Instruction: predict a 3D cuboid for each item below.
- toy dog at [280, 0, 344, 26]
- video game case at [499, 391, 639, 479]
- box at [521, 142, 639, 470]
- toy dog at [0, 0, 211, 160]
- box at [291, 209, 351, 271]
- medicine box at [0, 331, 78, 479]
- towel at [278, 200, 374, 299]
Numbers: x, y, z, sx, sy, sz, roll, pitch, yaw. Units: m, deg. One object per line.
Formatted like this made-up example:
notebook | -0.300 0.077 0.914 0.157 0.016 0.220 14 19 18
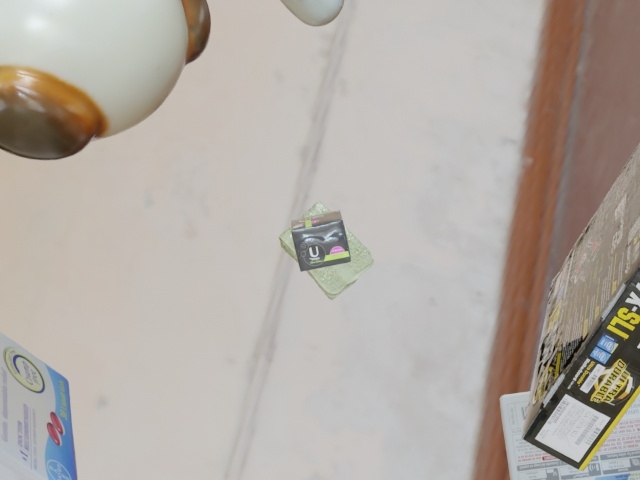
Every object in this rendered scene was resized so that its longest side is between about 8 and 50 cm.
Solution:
toy dog | -0.057 -0.401 1.670 0.161 0.333 0.220 -22 71 30
video game case | 0.405 0.311 1.710 0.036 0.329 0.300 72 -168 -57
box | 0.314 0.042 1.423 0.322 0.079 0.257 -63 -2 -59
toy dog | -0.237 -0.266 1.037 0.284 0.395 0.408 -54 -48 -48
box | 0.000 0.000 1.589 0.083 0.062 0.052 -101 -2 -82
medicine box | -0.466 0.226 1.756 0.149 0.289 0.263 -40 32 12
towel | 0.011 0.016 2.341 0.110 0.148 0.027 -43 8 -7
